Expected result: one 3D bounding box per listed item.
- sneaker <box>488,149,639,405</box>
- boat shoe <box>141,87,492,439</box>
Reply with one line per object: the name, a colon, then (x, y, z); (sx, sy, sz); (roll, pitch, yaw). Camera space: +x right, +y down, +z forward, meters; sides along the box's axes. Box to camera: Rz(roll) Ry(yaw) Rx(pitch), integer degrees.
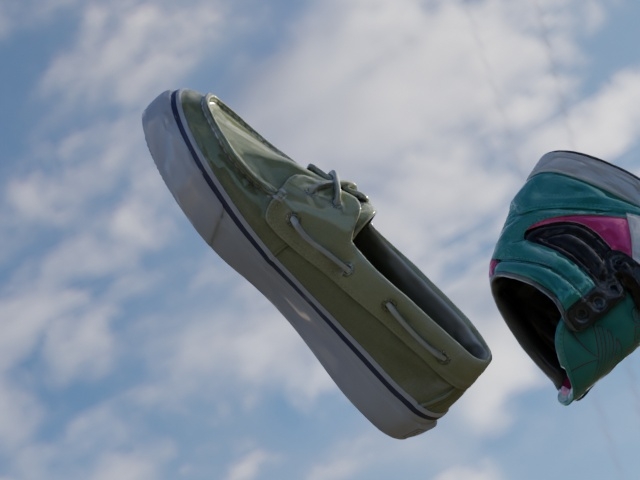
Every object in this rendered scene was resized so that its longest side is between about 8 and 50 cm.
sneaker: (0.245, 0.054, 1.369); (0.178, 0.295, 0.124); (-51, -32, -27)
boat shoe: (0.000, 0.000, 1.307); (0.094, 0.302, 0.109); (-41, 1, 21)
